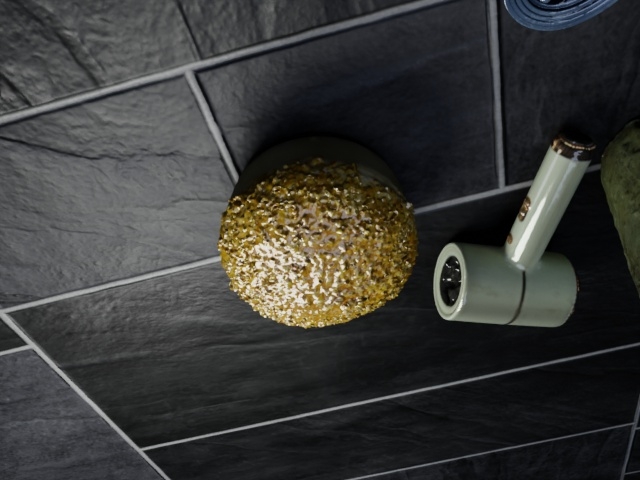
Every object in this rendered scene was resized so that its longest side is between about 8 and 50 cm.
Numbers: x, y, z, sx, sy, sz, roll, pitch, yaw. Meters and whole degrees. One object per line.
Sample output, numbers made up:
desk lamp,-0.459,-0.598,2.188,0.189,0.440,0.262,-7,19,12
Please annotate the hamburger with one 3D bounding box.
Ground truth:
hamburger,0.000,0.000,0.885,0.276,0.179,0.294,-18,135,12

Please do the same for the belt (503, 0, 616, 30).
belt,0.273,-0.318,0.671,0.141,0.082,0.190,30,125,-28

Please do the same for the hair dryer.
hair dryer,0.321,-0.020,0.966,0.203,0.128,0.362,5,126,-11

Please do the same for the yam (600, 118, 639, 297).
yam,0.509,-0.014,0.868,0.195,0.300,0.195,-1,145,0
